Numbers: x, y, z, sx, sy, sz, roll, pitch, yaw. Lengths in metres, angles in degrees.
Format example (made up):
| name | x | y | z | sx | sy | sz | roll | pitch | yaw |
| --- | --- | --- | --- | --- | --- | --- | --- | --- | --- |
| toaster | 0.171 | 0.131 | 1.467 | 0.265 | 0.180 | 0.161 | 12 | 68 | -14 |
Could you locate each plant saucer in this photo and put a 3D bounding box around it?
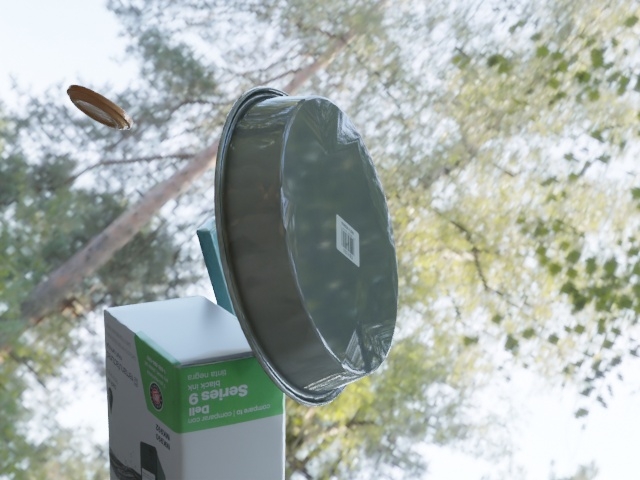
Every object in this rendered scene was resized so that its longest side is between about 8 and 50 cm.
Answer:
| name | x | y | z | sx | sy | sz | roll | pitch | yaw |
| --- | --- | --- | --- | --- | --- | --- | --- | --- | --- |
| plant saucer | -0.254 | -0.150 | 1.240 | 0.083 | 0.013 | 0.083 | 27 | -13 | 7 |
| plant saucer | -0.106 | 0.070 | 1.291 | 0.018 | 0.067 | 0.192 | -11 | -78 | 15 |

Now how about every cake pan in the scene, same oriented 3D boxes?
| name | x | y | z | sx | sy | sz | roll | pitch | yaw |
| --- | --- | --- | --- | --- | --- | --- | --- | --- | --- |
| cake pan | 0.000 | 0.000 | 0.977 | 0.054 | 0.293 | 0.293 | -11 | -62 | 23 |

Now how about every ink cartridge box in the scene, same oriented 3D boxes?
| name | x | y | z | sx | sy | sz | roll | pitch | yaw |
| --- | --- | --- | --- | --- | --- | --- | --- | --- | --- |
| ink cartridge box | -0.132 | 0.226 | 1.123 | 0.211 | 0.121 | 0.289 | 22 | -65 | 58 |
